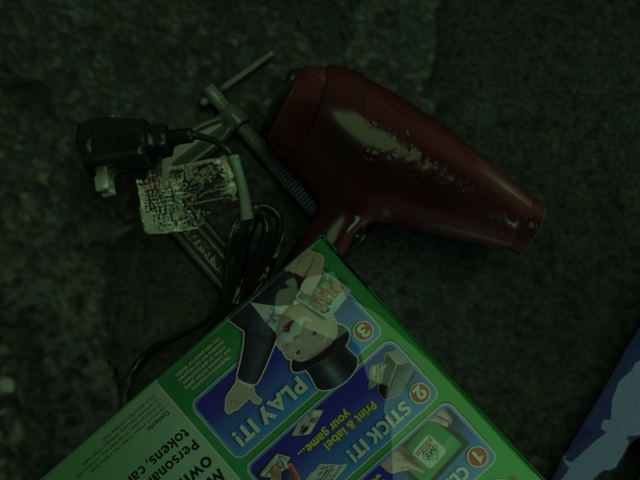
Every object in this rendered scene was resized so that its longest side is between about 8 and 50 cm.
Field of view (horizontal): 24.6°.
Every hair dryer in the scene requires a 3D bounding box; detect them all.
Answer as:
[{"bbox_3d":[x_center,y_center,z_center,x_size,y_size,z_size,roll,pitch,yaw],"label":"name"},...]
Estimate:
[{"bbox_3d":[0.000,0.000,0.945,0.294,0.080,0.223,-13,93,-3],"label":"hair dryer"}]

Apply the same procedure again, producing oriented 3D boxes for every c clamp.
[{"bbox_3d":[-0.042,-0.036,0.983,0.137,0.022,0.160,-33,81,-18],"label":"c clamp"}]

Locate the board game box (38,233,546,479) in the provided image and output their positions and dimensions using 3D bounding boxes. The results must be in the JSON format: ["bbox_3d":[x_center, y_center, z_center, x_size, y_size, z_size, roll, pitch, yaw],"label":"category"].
[{"bbox_3d":[-0.047,0.179,0.845,0.317,0.046,0.213,-41,78,-6],"label":"board game box"}]

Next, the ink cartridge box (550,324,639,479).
[{"bbox_3d":[0.286,0.208,0.893,0.307,0.072,0.303,30,77,8],"label":"ink cartridge box"}]
